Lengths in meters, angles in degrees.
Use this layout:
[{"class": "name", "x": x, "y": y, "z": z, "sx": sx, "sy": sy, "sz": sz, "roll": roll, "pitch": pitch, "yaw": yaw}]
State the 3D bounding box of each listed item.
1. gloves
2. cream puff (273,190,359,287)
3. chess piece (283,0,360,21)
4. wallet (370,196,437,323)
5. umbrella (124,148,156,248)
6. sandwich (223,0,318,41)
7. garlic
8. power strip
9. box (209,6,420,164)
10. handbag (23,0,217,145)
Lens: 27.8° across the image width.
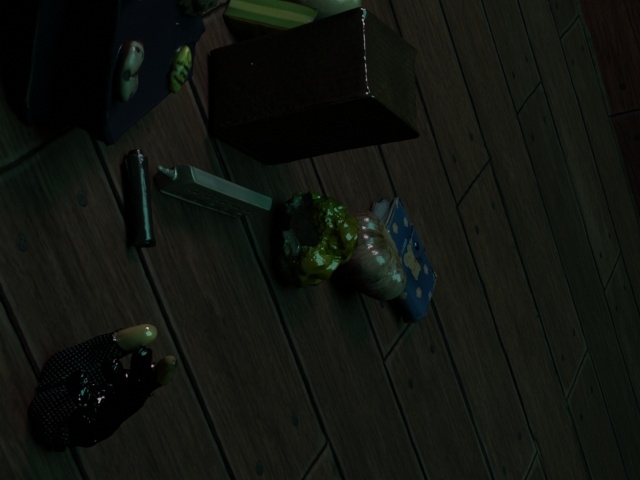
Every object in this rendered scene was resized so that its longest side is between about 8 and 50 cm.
[{"class": "gloves", "x": -0.229, "y": 0.166, "z": 1.455, "sx": 0.129, "sy": 0.180, "sz": 0.106, "roll": -44, "pitch": 119, "yaw": -57}, {"class": "cream puff", "x": 0.001, "y": 0.000, "z": 1.998, "sx": 0.121, "sy": 0.156, "sz": 0.156, "roll": 24, "pitch": 58, "yaw": -37}, {"class": "chess piece", "x": -0.004, "y": -0.506, "z": 2.146, "sx": 0.182, "sy": 0.182, "sz": 0.330, "roll": 11, "pitch": 77, "yaw": -61}, {"class": "wallet", "x": 0.144, "y": 0.030, "z": 2.335, "sx": 0.202, "sy": 0.059, "sz": 0.141, "roll": 61, "pitch": 31, "yaw": -30}, {"class": "umbrella", "x": -0.235, "y": -0.054, "z": 1.687, "sx": 0.036, "sy": 0.031, "sz": 0.133, "roll": 55, "pitch": 29, "yaw": -78}, {"class": "sandwich", "x": -0.076, "y": -0.351, "z": 1.995, "sx": 0.074, "sy": 0.116, "sz": 0.074, "roll": 58, "pitch": 34, "yaw": -36}, {"class": "garlic", "x": 0.077, "y": 0.027, "z": 2.165, "sx": 0.159, "sy": 0.102, "sz": 0.147, "roll": 63, "pitch": 16, "yaw": -8}, {"class": "power strip", "x": -0.152, "y": -0.069, "z": 1.813, "sx": 0.252, "sy": 0.060, "sz": 0.027, "roll": 19, "pitch": 63, "yaw": -59}, {"class": "box", "x": -0.008, "y": -0.220, "z": 1.908, "sx": 0.184, "sy": 0.273, "sz": 0.143, "roll": 25, "pitch": 59, "yaw": -57}, {"class": "handbag", "x": -0.217, "y": -0.302, "z": 1.571, "sx": 0.329, "sy": 0.122, "sz": 0.303, "roll": -50, "pitch": 157, "yaw": -59}]
